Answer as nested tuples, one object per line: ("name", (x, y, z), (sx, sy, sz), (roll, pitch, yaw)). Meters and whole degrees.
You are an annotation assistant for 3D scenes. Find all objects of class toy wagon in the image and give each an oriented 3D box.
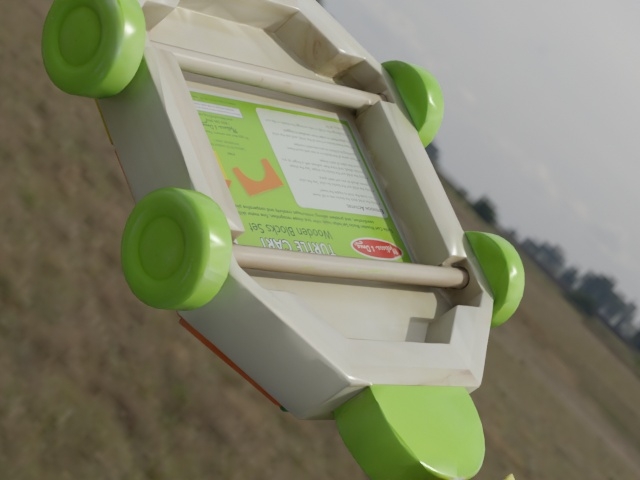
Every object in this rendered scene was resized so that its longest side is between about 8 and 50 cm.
("toy wagon", (0.000, 0.000, 0.844), (0.267, 0.068, 0.344), (7, 54, -50))
